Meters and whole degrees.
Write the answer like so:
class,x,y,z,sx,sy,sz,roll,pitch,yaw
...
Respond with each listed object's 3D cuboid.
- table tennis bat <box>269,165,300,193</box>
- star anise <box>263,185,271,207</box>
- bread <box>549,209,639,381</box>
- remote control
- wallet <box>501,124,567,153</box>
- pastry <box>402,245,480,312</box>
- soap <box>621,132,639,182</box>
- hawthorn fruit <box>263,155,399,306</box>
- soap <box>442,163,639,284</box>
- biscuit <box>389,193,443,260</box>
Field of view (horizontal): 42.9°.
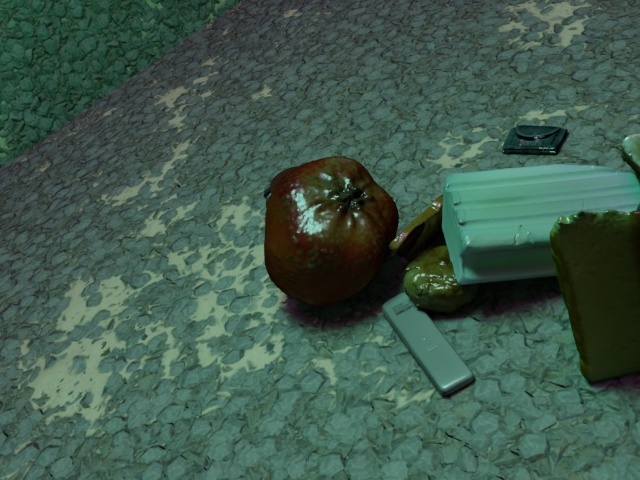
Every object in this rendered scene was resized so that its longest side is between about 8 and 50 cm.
class,x,y,z,sx,sy,sz,roll,pitch,yaw
table tennis bat,-0.032,-0.110,1.940,0.130,0.019,0.220,-36,50,-18
star anise,-0.082,-0.134,2.022,0.141,0.042,0.141,-16,38,13
bread,0.470,0.015,1.232,0.233,0.362,0.245,-15,40,16
remote control,0.189,0.183,1.476,0.067,0.029,0.261,-27,38,-6
wallet,0.476,-0.227,1.814,0.129,0.026,0.088,6,47,36
pastry,0.228,0.071,1.534,0.153,0.081,0.153,-11,40,9
soap,0.694,-0.106,1.451,0.169,0.338,0.304,-45,76,16
hawthorn fruit,0.000,0.000,1.642,0.287,0.330,0.287,13,53,-18
soap,0.404,-0.038,1.473,0.346,0.115,0.208,-6,42,-1
biscuit,0.216,-0.028,1.606,0.043,0.183,0.280,36,32,15
